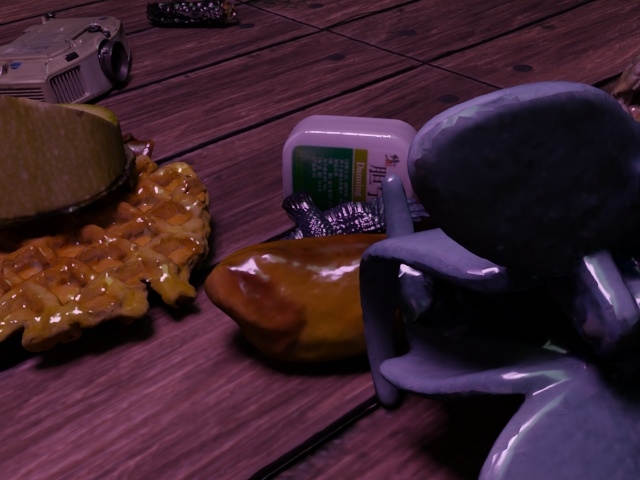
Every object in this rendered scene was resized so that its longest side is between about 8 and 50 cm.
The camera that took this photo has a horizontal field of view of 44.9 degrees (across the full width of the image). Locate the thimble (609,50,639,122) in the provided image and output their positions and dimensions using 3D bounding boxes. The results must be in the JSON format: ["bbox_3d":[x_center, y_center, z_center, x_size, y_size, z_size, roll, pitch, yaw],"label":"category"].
[{"bbox_3d":[0.455,-0.196,0.953,0.191,0.137,0.143,7,33,35],"label":"thimble"}]

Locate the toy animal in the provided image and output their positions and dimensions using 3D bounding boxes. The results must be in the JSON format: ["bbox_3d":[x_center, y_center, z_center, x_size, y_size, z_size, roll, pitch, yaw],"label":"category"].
[{"bbox_3d":[0.000,0.000,0.758,0.220,0.062,0.108,-24,38,-7],"label":"toy animal"}]

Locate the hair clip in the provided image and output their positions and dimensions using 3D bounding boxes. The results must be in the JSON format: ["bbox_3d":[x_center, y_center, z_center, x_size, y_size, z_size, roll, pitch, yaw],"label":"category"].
[{"bbox_3d":[0.191,0.031,0.517,0.318,0.392,0.238,-12,9,-10],"label":"hair clip"}]

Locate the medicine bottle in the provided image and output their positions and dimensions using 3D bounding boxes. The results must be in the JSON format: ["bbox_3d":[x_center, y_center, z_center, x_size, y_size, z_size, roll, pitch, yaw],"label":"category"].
[{"bbox_3d":[0.056,-0.065,0.804,0.183,0.119,0.069,5,31,9],"label":"medicine bottle"}]

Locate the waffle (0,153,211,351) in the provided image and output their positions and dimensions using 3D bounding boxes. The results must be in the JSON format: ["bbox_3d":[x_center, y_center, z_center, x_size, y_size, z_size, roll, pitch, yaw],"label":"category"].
[{"bbox_3d":[-0.261,0.000,0.783,0.302,0.068,0.325,-7,31,-6],"label":"waffle"}]

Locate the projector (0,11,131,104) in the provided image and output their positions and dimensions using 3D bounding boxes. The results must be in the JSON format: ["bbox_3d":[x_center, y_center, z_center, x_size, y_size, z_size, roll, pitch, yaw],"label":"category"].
[{"bbox_3d":[-0.402,-0.280,1.205,0.194,0.088,0.269,1,33,12],"label":"projector"}]

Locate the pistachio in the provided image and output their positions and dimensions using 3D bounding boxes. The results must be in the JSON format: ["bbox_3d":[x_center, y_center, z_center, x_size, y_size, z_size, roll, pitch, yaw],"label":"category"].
[{"bbox_3d":[-0.002,0.046,0.664,0.189,0.100,0.110,-6,13,-2],"label":"pistachio"}]

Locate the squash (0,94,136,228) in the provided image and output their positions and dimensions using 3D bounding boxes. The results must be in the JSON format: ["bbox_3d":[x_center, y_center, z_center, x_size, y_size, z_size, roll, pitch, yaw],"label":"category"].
[{"bbox_3d":[-0.307,-0.109,0.792,0.220,0.133,0.220,-3,22,1],"label":"squash"}]

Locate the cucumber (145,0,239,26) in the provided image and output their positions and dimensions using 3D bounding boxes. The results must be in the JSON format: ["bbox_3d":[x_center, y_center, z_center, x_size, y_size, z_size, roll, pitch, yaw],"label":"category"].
[{"bbox_3d":[-0.243,-0.423,1.447,0.182,0.053,0.053,3,34,14],"label":"cucumber"}]

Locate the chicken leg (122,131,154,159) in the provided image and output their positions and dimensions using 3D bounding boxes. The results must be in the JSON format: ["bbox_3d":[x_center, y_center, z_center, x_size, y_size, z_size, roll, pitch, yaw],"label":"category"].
[{"bbox_3d":[-0.309,-0.115,0.948,0.208,0.085,0.101,6,-1,2],"label":"chicken leg"}]
